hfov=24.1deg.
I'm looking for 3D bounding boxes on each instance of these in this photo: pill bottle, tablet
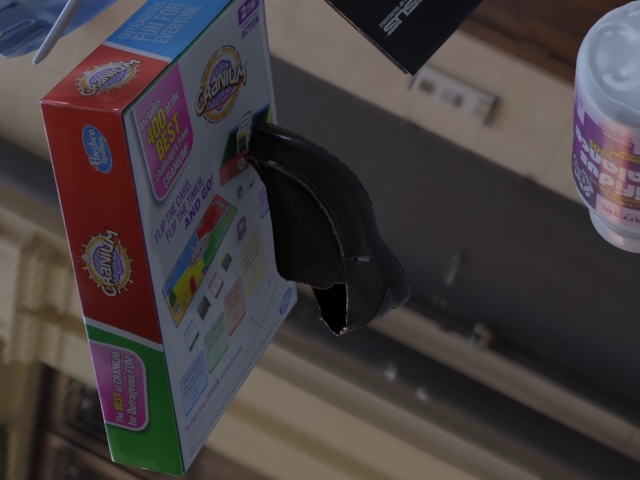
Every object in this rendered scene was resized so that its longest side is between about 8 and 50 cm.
[{"bbox_3d":[0.360,-0.110,1.635,0.169,0.169,0.301,-61,-21,-23],"label":"pill bottle"},{"bbox_3d":[-0.159,-0.150,0.957,0.083,0.006,0.054,-57,9,8],"label":"tablet"}]

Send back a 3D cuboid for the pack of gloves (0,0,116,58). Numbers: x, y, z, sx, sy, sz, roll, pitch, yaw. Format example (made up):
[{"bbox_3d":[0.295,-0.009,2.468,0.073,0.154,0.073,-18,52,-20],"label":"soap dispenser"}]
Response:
[{"bbox_3d":[-0.197,-0.236,1.081,0.232,0.046,0.195,-30,-34,2],"label":"pack of gloves"}]

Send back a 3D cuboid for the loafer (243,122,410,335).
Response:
[{"bbox_3d":[0.000,0.000,1.152,0.078,0.080,0.220,-48,-49,-16],"label":"loafer"}]

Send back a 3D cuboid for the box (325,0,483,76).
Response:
[{"bbox_3d":[0.031,-0.192,0.726,0.147,0.180,0.077,-47,-44,7],"label":"box"}]

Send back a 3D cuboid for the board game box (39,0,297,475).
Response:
[{"bbox_3d":[-0.102,-0.019,1.146,0.242,0.064,0.316,-56,-32,-51],"label":"board game box"}]
